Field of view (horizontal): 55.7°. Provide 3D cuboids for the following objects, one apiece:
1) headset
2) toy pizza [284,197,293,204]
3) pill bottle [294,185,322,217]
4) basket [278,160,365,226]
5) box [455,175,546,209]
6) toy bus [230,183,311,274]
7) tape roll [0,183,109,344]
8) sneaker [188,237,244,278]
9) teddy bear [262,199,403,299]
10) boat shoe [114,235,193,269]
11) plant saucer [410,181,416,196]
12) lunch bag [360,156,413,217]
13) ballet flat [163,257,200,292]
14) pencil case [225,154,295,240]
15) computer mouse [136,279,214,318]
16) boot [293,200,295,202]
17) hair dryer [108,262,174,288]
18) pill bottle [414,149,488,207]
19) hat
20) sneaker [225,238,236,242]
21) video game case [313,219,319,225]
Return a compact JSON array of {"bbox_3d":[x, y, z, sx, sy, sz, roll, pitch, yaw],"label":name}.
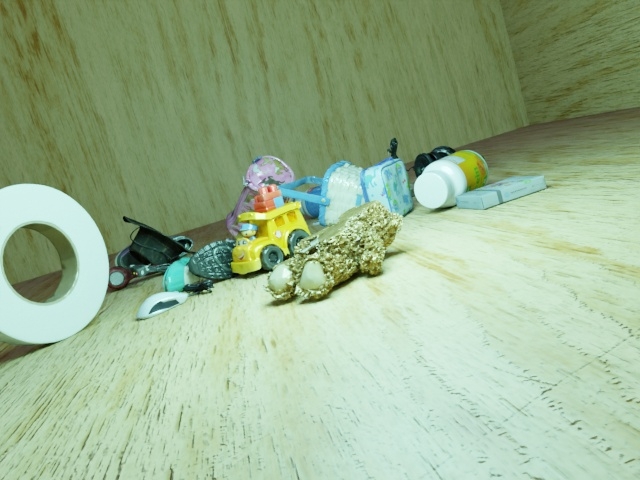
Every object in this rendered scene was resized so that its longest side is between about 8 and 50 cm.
[{"bbox_3d":[0.454,-0.325,2.413,0.395,0.185,0.243,4,19,37],"label":"headset"},{"bbox_3d":[-0.185,-0.119,2.478,0.201,0.032,0.201,-43,22,22],"label":"toy pizza"},{"bbox_3d":[0.005,-0.155,2.390,0.222,0.124,0.124,-9,12,43],"label":"pill bottle"},{"bbox_3d":[0.038,-0.150,1.929,0.289,0.200,0.255,19,22,20],"label":"basket"},{"bbox_3d":[0.470,-0.126,1.591,0.186,0.038,0.145,-17,9,-11],"label":"box"},{"bbox_3d":[-0.144,-0.033,1.597,0.220,0.211,0.150,-25,13,-37],"label":"toy bus"},{"bbox_3d":[-0.690,0.057,1.459,0.072,0.391,0.392,-12,10,32],"label":"tape roll"},{"bbox_3d":[-0.245,0.050,1.694,0.287,0.108,0.130,-15,-4,-39],"label":"sneaker"},{"bbox_3d":[0.036,0.035,1.239,0.245,0.113,0.338,-20,13,28],"label":"teddy bear"},{"bbox_3d":[-0.655,0.045,2.409,0.320,0.116,0.099,-17,3,-39],"label":"boat shoe"},{"bbox_3d":[0.335,-0.186,2.251,0.199,0.036,0.198,-17,8,3],"label":"plant saucer"},{"bbox_3d":[0.199,-0.150,1.800,0.090,0.175,0.219,-10,11,28],"label":"lunch bag"},{"bbox_3d":[-0.371,0.092,1.684,0.087,0.083,0.247,-3,10,-2],"label":"ballet flat"},{"bbox_3d":[-0.220,-0.134,2.124,0.386,0.167,0.160,125,168,-56],"label":"pencil case"},{"bbox_3d":[-0.361,0.138,1.474,0.193,0.042,0.106,-24,12,-41],"label":"computer mouse"},{"bbox_3d":[-0.150,-0.105,2.560,0.124,0.095,0.258,-29,6,1],"label":"boot"},{"bbox_3d":[-0.627,0.123,2.084,0.294,0.080,0.224,-4,-2,34],"label":"hair dryer"},{"bbox_3d":[0.371,-0.171,1.733,0.137,0.136,0.246,-9,11,41],"label":"pill bottle"},{"bbox_3d":[-0.603,0.038,2.222,0.332,0.133,0.331,25,-9,4],"label":"hat"},{"bbox_3d":[-0.317,0.009,2.263,0.069,0.038,0.098,-16,18,-6],"label":"sneaker"},{"bbox_3d":[0.044,-0.080,2.205,0.122,0.011,0.087,-11,10,34],"label":"video game case"}]
